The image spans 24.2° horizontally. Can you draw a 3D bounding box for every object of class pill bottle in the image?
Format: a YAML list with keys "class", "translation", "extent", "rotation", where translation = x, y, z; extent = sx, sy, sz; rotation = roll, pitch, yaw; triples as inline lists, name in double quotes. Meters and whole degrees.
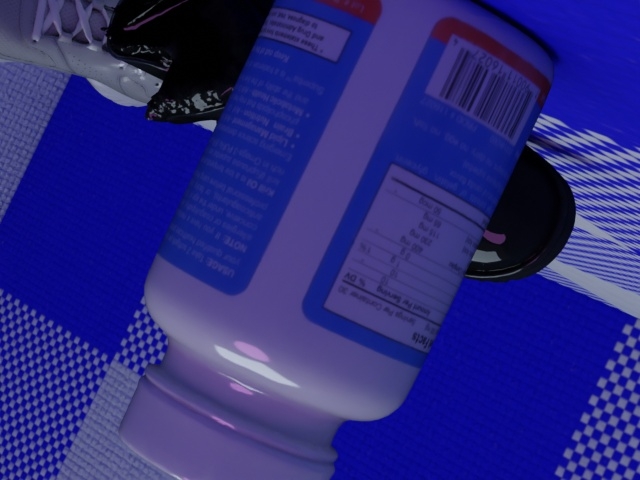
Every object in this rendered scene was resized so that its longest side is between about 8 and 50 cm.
- class: "pill bottle"
  translation: [0.000, 0.000, 0.635]
  extent: [0.124, 0.221, 0.124]
  rotation: [26, 180, 0]

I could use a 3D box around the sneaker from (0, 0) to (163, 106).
- class: "sneaker"
  translation: [-0.153, -0.152, 1.053]
  extent: [0.121, 0.099, 0.262]
  rotation: [16, -178, 34]

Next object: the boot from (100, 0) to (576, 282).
- class: "boot"
  translation: [0.008, -0.065, 0.878]
  extent: [0.246, 0.094, 0.207]
  rotation: [33, -172, 33]
